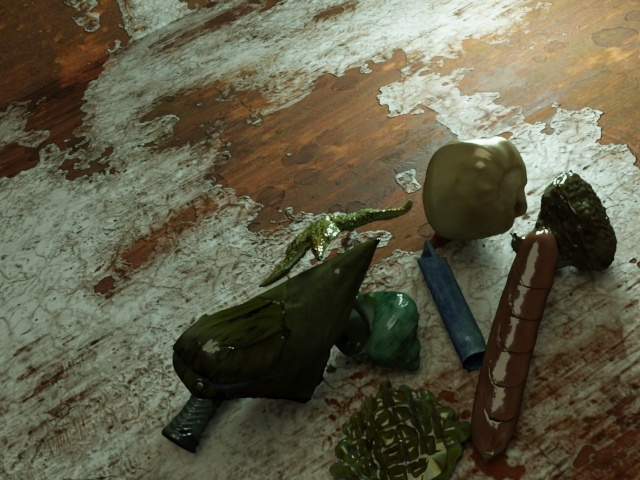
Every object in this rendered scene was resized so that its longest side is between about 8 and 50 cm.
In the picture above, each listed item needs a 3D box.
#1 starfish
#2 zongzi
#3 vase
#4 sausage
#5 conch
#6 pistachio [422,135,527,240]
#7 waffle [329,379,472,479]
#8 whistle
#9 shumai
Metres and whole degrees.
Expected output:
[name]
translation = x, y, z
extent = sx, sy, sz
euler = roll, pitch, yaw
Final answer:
[starfish]
translation = -0.002, -0.002, 1.304
extent = 0.347, 0.078, 0.358
euler = -34, 7, -37
[zongzi]
translation = -0.063, 0.122, 1.083
extent = 0.160, 0.323, 0.360
euler = 41, 105, 33
[vase]
translation = -0.215, 0.296, 1.225
extent = 0.116, 0.115, 0.237
euler = 15, 59, 32
[sausage]
translation = 0.338, 0.173, 1.083
extent = 0.088, 0.088, 0.432
euler = 11, 68, 29
[conch]
translation = 0.114, 0.173, 1.198
extent = 0.176, 0.122, 0.188
euler = -46, 44, 4
[pistachio]
translation = 0.304, -0.097, 1.269
extent = 0.214, 0.318, 0.193
euler = 45, 71, 4
[waffle]
translation = 0.133, 0.349, 1.067
extent = 0.204, 0.054, 0.223
euler = 20, 58, 35
[whistle]
translation = 0.259, 0.119, 1.234
extent = 0.062, 0.062, 0.304
euler = -19, 44, 3
[shumai]
translation = 0.468, -0.022, 1.221
extent = 0.176, 0.205, 0.166
euler = -23, 0, 38
